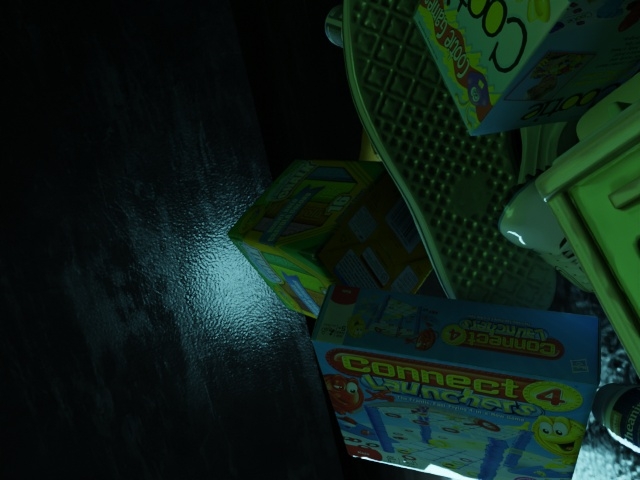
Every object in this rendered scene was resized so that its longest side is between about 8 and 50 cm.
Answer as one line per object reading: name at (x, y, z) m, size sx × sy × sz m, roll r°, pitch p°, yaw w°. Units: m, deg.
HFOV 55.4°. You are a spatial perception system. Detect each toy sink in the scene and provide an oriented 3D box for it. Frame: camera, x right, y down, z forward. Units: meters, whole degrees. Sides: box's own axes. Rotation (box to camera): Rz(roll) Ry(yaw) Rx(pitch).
toy sink at (0.261, -0.036, 0.424) m, size 0.153 × 0.131 × 0.234 m, roll -41°, pitch 61°, yaw 45°

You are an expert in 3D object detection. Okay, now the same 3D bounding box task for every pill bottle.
pill bottle at (0.338, 0.188, 0.623) m, size 0.120 × 0.067 × 0.067 m, roll -160°, pitch 55°, yaw -74°
pill bottle at (0.064, -0.380, 1.096) m, size 0.137 × 0.078 × 0.078 m, roll -126°, pitch 24°, yaw -58°

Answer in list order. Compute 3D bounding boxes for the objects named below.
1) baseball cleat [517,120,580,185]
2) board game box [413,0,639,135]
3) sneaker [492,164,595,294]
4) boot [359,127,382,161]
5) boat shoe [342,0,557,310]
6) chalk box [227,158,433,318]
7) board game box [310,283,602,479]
baseball cleat at (0.253, -0.097, 0.639) m, size 0.072 × 0.109 × 0.205 m, roll 14°, pitch 91°, yaw 48°
board game box at (0.202, -0.224, 0.457) m, size 0.275 × 0.144 × 0.142 m, roll 118°, pitch 136°, yaw -60°
sneaker at (0.242, 0.001, 0.551) m, size 0.085 × 0.237 × 0.086 m, roll -54°, pitch 44°, yaw 17°
boot at (0.112, -0.190, 1.111) m, size 0.295 × 0.104 × 0.211 m, roll 136°, pitch 123°, yaw -71°
boat shoe at (0.153, -0.133, 0.726) m, size 0.156 × 0.187 × 0.500 m, roll -80°, pitch -31°, yaw -72°
chalk box at (0.000, 0.000, 0.912) m, size 0.289 × 0.179 × 0.180 m, roll 10°, pitch 144°, yaw 53°
board game box at (0.168, 0.198, 0.770) m, size 0.302 × 0.308 × 0.086 m, roll 75°, pitch -152°, yaw -45°
